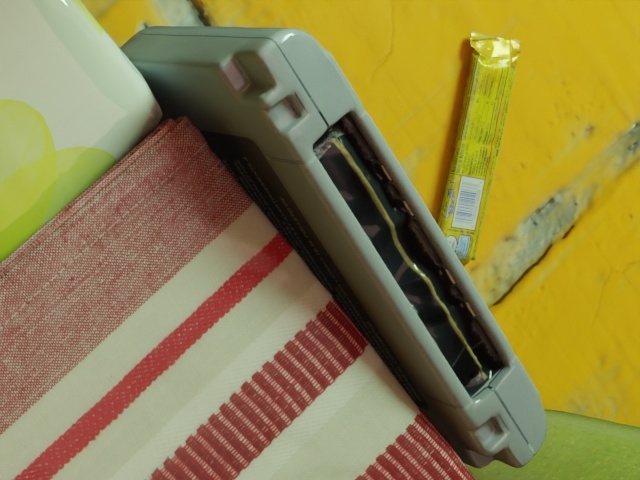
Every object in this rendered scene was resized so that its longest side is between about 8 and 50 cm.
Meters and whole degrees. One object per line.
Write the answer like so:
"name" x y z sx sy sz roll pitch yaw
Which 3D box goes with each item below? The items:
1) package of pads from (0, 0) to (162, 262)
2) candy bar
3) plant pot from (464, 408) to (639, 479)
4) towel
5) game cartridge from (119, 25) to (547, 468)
"package of pads" -0.251 -0.101 0.745 0.229 0.101 0.296 -44 110 -15
"candy bar" 0.104 -0.061 1.002 0.040 0.018 0.161 9 95 -26
"plant pot" 0.208 0.230 0.977 0.276 0.254 0.276 -6 102 -28
"towel" -0.058 0.132 0.773 0.237 0.037 0.329 -43 107 -17
"game cartridge" 0.000 0.000 0.854 0.060 0.196 0.294 -44 118 -22
